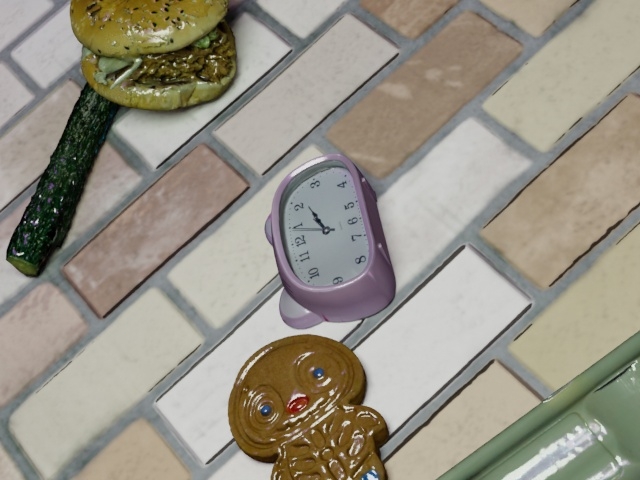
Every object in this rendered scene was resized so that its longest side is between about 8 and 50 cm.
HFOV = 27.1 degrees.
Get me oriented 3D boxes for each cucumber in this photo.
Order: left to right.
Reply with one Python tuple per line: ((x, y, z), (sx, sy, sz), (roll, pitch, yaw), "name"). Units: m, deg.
((-0.248, -0.081, 1.331), (0.044, 0.043, 0.257), (7, 62, 22), "cucumber")

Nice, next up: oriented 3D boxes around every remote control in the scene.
((0.185, 0.172, 0.964), (0.335, 0.065, 0.128), (-36, 50, -2), "remote control")

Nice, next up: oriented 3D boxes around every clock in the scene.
((0.000, 0.000, 1.165), (0.110, 0.050, 0.153), (-20, 53, 11), "clock")

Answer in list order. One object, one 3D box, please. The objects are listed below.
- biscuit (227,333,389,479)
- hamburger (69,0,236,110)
((-0.008, 0.148, 1.089), (0.124, 0.026, 0.175), (-36, 52, -1), "biscuit")
((-0.166, -0.214, 1.320), (0.177, 0.113, 0.185), (17, 44, 14), "hamburger")
